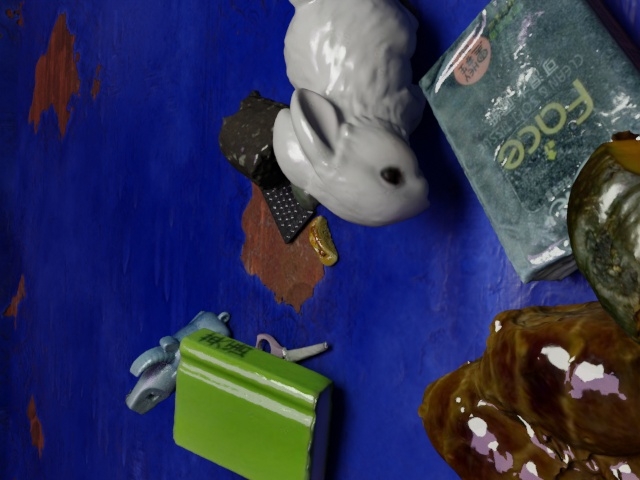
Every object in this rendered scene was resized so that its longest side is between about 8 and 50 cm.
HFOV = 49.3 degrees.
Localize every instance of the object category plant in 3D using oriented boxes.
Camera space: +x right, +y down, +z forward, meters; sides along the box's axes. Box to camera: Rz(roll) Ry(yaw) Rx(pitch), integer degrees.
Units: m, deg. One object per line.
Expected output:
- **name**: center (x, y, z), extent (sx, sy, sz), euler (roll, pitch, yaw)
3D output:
- **plant**: center (-0.031, -0.132, 1.126), extent (0.274, 0.146, 0.149), euler (30, 86, 33)

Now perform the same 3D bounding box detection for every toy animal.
- **toy animal**: center (0.040, -0.188, 0.940), extent (0.194, 0.257, 0.358), euler (-36, 42, 45)

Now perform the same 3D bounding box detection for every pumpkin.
- **pumpkin**: center (0.348, -0.035, 0.581), extent (0.280, 0.190, 0.139), euler (-43, 34, 20)

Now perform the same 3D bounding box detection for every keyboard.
- **keyboard**: center (-0.094, -0.140, 1.295), extent (0.101, 0.018, 0.310), euler (-49, 54, 36)

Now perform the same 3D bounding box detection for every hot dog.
- **hot dog**: center (0.000, 0.000, 1.166), extent (0.030, 0.034, 0.090), euler (-39, 59, 41)

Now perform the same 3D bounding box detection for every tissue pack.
- **tissue pack**: center (0.267, -0.138, 0.801), extent (0.228, 0.103, 0.316), euler (-46, 55, 39)

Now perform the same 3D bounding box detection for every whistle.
- **whistle**: center (-0.278, 0.241, 1.388), extent (0.269, 0.180, 0.093), euler (-48, 50, -2)

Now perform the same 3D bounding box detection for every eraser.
- **eraser**: center (-0.112, 0.286, 1.158), extent (0.274, 0.092, 0.210), euler (15, 109, 27)

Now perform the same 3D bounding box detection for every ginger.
- **ginger**: center (0.268, 0.202, 0.749), extent (0.357, 0.152, 0.274), euler (-50, 53, 38)

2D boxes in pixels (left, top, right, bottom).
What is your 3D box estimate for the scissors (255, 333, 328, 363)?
- **scissors**: center (-0.050, 0.203, 1.226), extent (0.212, 0.021, 0.110), euler (-25, 77, 46)
